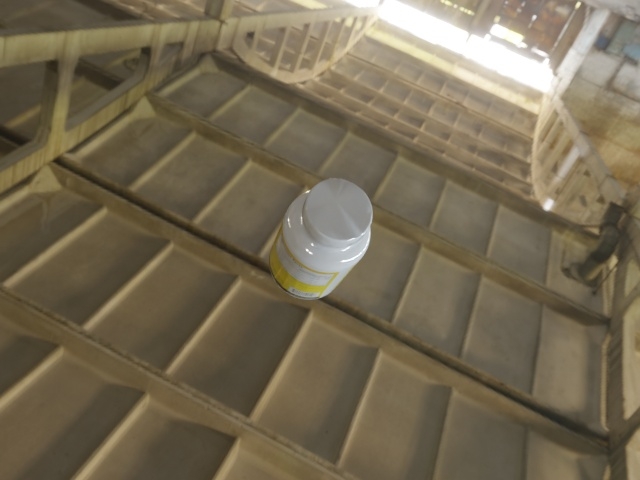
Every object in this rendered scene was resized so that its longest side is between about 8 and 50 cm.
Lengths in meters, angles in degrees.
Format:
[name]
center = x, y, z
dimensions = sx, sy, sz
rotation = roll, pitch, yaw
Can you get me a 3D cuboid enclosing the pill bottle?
[pill bottle]
center = 0.000, 0.000, 0.675
dimensions = 0.103, 0.184, 0.103
rotation = 5, -113, -12
